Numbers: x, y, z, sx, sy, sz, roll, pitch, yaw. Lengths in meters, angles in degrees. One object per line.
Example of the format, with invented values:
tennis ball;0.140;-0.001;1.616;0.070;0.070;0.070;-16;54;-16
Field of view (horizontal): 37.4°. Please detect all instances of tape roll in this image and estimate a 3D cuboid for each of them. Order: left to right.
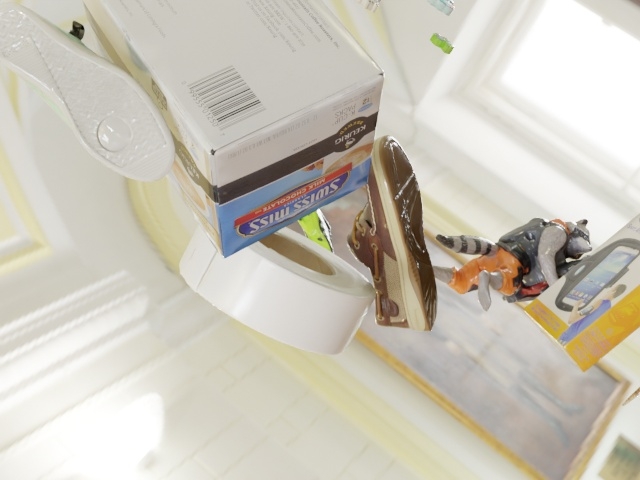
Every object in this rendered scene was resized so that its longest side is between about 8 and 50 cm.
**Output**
tape roll;-0.064;0.055;1.402;0.100;0.286;0.286;-61;-17;11

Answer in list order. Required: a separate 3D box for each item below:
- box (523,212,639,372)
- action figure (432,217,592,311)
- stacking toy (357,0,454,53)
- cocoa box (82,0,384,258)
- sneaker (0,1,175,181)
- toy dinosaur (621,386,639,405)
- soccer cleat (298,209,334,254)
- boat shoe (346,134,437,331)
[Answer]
box;0.209;0.024;0.640;0.136;0.028;0.081;-42;15;4
action figure;0.374;0.028;1.679;0.330;0.178;0.341;-17;-1;-31
stacking toy;0.198;-0.470;1.781;0.167;0.221;0.052;-56;5;35
cocoa box;-0.115;-0.202;1.176;0.231;0.347;0.228;-28;-26;-19
sneaker;-0.252;-0.168;1.082;0.094;0.256;0.151;-47;-1;6
toy dinosaur;0.443;0.141;1.017;0.112;0.212;0.064;-63;-34;-28
soccer cleat;0.000;0.000;1.793;0.060;0.178;0.072;-27;-22;27
boat shoe;0.096;-0.001;1.477;0.123;0.123;0.341;-64;-35;-49
